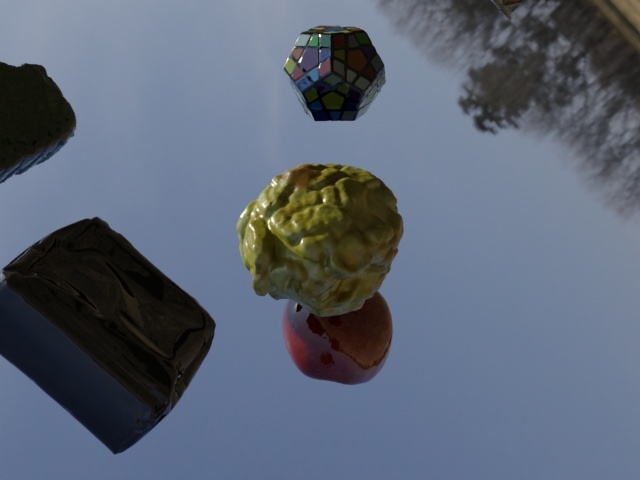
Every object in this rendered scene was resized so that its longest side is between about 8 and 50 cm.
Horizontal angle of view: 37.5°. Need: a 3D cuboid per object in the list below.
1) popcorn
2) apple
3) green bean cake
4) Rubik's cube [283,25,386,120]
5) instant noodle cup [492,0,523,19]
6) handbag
[{"bbox_3d":[-0.006,-0.007,1.252,0.217,0.235,0.181,52,158,35],"label":"popcorn"},{"bbox_3d":[0.032,0.173,1.831,0.218,0.201,0.218,6,179,0],"label":"apple"},{"bbox_3d":[-0.660,-0.252,1.785,0.300,0.169,0.308,56,-139,-7],"label":"green bean cake"},{"bbox_3d":[0.019,-0.210,1.185,0.133,0.112,0.133,0,-161,0],"label":"Rubik's cube"},{"bbox_3d":[0.403,-0.624,2.037,0.235,0.178,0.235,43,-160,-20],"label":"instant noodle cup"},{"bbox_3d":[-0.327,0.133,1.389,0.302,0.178,0.275,41,-157,-5],"label":"handbag"}]
